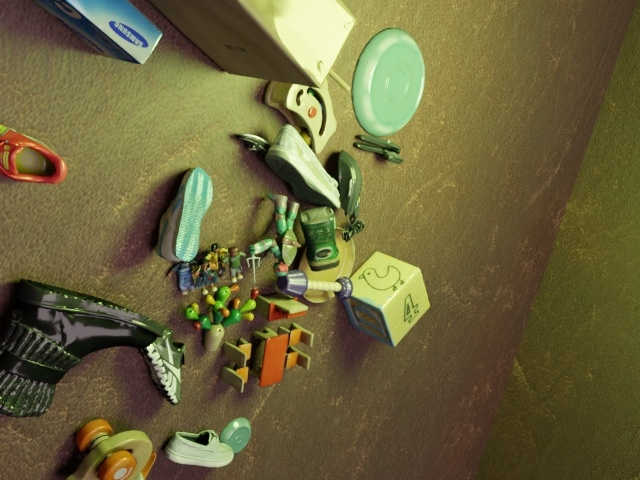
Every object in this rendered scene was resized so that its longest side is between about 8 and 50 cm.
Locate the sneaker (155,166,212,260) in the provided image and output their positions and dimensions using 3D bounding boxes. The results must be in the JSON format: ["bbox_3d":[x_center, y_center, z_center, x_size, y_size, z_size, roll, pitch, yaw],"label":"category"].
[{"bbox_3d":[-0.316,-0.064,1.469,0.087,0.092,0.228,35,61,-47],"label":"sneaker"}]

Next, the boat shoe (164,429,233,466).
[{"bbox_3d":[-0.315,0.560,1.748,0.227,0.079,0.081,23,94,-46],"label":"boat shoe"}]

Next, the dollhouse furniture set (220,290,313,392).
[{"bbox_3d":[-0.124,0.285,1.788,0.262,0.135,0.259,-8,113,-45],"label":"dollhouse furniture set"}]

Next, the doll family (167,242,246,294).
[{"bbox_3d":[-0.277,0.062,1.573,0.193,0.076,0.111,-27,130,-34],"label":"doll family"}]

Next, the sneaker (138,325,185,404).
[{"bbox_3d":[-0.368,0.305,1.579,0.106,0.078,0.234,-34,127,-30],"label":"sneaker"}]

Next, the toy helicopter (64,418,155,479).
[{"bbox_3d":[-0.528,0.603,1.532,0.355,0.140,0.235,-54,148,0],"label":"toy helicopter"}]

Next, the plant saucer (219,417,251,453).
[{"bbox_3d":[-0.245,0.577,1.876,0.119,0.021,0.119,-22,122,-40],"label":"plant saucer"}]

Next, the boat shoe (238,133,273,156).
[{"bbox_3d":[-0.159,-0.235,1.590,0.125,0.046,0.038,14,92,-57],"label":"boat shoe"}]

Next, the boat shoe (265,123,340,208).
[{"bbox_3d":[-0.030,-0.177,1.689,0.320,0.118,0.103,41,63,-50],"label":"boat shoe"}]

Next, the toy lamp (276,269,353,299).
[{"bbox_3d":[-0.017,0.127,1.832,0.275,0.080,0.080,12,98,-51],"label":"toy lamp"}]

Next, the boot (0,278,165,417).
[{"bbox_3d":[-0.518,0.243,1.344,0.348,0.131,0.260,23,83,-39],"label":"boot"}]

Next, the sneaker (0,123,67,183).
[{"bbox_3d":[-0.571,-0.165,1.118,0.279,0.118,0.107,14,96,-49],"label":"sneaker"}]

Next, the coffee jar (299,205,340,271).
[{"bbox_3d":[0.000,0.000,1.769,0.096,0.079,0.184,-12,128,-5],"label":"coffee jar"}]

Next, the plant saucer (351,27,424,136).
[{"bbox_3d":[0.214,-0.458,1.893,0.318,0.044,0.317,-22,123,-39],"label":"plant saucer"}]

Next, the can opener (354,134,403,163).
[{"bbox_3d":[0.176,-0.281,1.921,0.186,0.073,0.059,16,103,-40],"label":"can opener"}]

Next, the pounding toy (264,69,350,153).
[{"bbox_3d":[-0.027,-0.339,1.598,0.154,0.155,0.269,-43,134,-32],"label":"pounding toy"}]

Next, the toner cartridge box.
[{"bbox_3d":[-0.450,-0.441,1.091,0.348,0.165,0.075,38,80,-48],"label":"toner cartridge box"}]

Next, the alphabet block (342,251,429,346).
[{"bbox_3d":[0.207,0.186,2.061,0.197,0.192,0.193,-45,136,-26],"label":"alphabet block"}]

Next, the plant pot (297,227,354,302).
[{"bbox_3d":[0.011,0.070,1.918,0.236,0.032,0.236,-22,121,-41],"label":"plant pot"}]

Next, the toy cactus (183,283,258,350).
[{"bbox_3d":[-0.255,0.205,1.652,0.219,0.112,0.180,-14,127,-53],"label":"toy cactus"}]

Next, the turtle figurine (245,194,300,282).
[{"bbox_3d":[-0.112,0.006,1.674,0.175,0.118,0.234,58,40,-78],"label":"turtle figurine"}]

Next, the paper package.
[{"bbox_3d":[-0.146,-0.466,1.286,0.309,0.325,0.168,36,80,-48],"label":"paper package"}]

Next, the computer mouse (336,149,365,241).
[{"bbox_3d":[0.101,-0.134,1.867,0.184,0.060,0.262,-27,114,-72],"label":"computer mouse"}]
